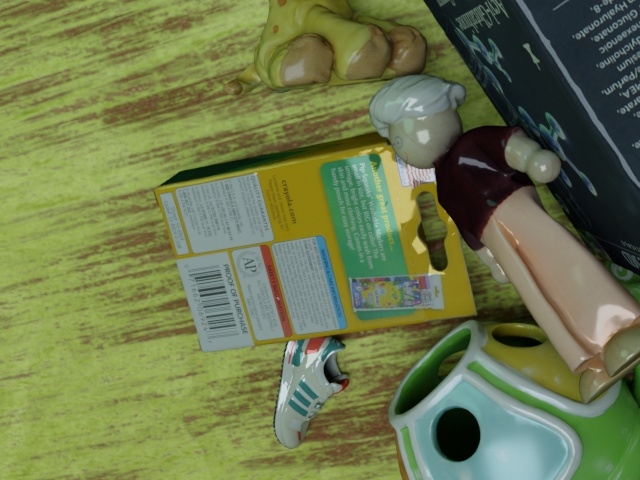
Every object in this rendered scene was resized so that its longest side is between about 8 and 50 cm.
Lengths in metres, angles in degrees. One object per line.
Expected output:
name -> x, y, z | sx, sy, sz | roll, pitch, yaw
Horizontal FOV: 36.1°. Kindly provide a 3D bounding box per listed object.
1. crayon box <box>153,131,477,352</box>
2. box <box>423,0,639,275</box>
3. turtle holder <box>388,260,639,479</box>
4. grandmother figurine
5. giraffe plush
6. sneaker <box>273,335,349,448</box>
crayon box -> 0.000, 0.000, 1.085 | 0.323, 0.083, 0.203 | -9, 106, 19
box -> 0.249, -0.181, 0.812 | 0.212, 0.293, 0.395 | -35, 97, 3
turtle holder -> 0.215, 0.188, 0.991 | 0.227, 0.243, 0.320 | 42, 134, -6
grandmother figurine -> 0.164, -0.025, 0.881 | 0.342, 0.104, 0.208 | 51, 150, 21
giraffe plush -> -0.008, -0.240, 0.981 | 0.210, 0.181, 0.171 | 3, 101, 51
sneaker -> -0.008, 0.182, 1.164 | 0.075, 0.057, 0.161 | 13, 109, 17
